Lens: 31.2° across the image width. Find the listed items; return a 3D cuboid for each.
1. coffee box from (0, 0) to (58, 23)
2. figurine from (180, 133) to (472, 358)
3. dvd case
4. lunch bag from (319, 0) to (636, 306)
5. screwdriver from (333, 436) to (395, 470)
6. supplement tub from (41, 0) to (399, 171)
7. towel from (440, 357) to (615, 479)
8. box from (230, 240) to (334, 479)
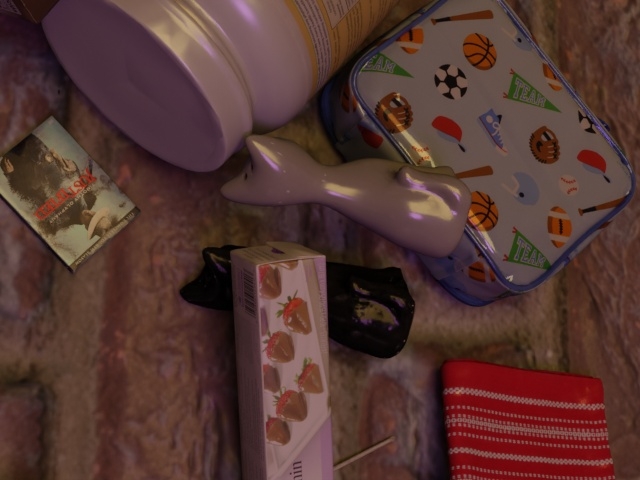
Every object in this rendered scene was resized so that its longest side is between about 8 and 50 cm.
[{"bbox_3d":[-0.298,-0.294,0.906,0.168,0.297,0.119,-56,146,-23],"label":"coffee box"},{"bbox_3d":[0.000,0.000,1.021,0.209,0.215,0.092,11,40,-15],"label":"figurine"},{"bbox_3d":[-0.232,-0.042,1.030,0.087,0.013,0.119,-44,98,-24],"label":"dvd case"},{"bbox_3d":[0.166,-0.095,1.153,0.243,0.115,0.303,-39,94,-27],"label":"lunch bag"},{"bbox_3d":[0.004,0.217,1.065,0.170,0.025,0.024,-21,87,-24],"label":"screwdriver"},{"bbox_3d":[-0.060,-0.245,1.020,0.241,0.241,0.331,44,66,-8],"label":"supplement tub"},{"bbox_3d":[0.211,0.248,1.092,0.199,0.031,0.274,12,57,-24],"label":"towel"},{"bbox_3d":[-0.030,0.163,0.976,0.063,0.067,0.324,-8,103,-23],"label":"box"}]
